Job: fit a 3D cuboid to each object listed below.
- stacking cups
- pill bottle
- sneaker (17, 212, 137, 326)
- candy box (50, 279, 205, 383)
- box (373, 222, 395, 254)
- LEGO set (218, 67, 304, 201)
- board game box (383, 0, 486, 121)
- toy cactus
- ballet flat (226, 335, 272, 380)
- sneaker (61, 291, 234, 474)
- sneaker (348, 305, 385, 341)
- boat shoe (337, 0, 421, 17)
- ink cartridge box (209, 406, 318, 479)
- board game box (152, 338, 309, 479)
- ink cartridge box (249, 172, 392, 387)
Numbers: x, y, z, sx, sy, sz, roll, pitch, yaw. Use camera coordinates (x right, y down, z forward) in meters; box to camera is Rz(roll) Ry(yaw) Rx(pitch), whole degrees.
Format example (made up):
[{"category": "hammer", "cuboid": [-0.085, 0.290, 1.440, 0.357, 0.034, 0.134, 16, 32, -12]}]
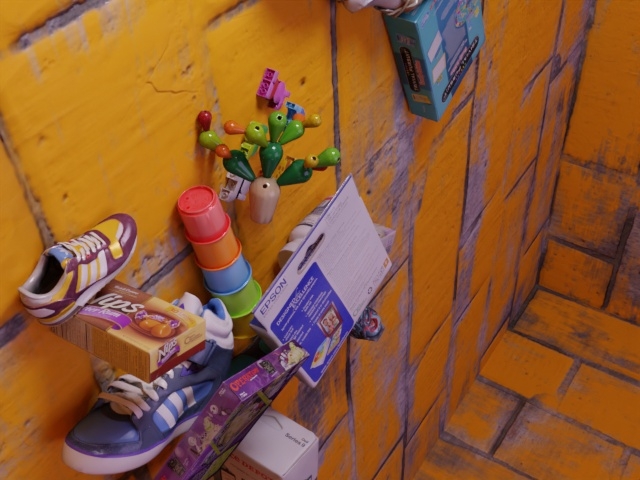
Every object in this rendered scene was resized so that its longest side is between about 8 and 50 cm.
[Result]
[{"category": "stacking cups", "cuboid": [-0.155, 0.037, 1.294, 0.096, 0.096, 0.316, -50, 149, -31]}, {"category": "pill bottle", "cuboid": [0.000, 0.000, 1.543, 0.180, 0.108, 0.108, -45, 147, -37]}, {"category": "sneaker", "cuboid": [-0.310, 0.024, 1.015, 0.185, 0.069, 0.084, -55, 157, -25]}, {"category": "candy box", "cuboid": [-0.259, 0.115, 1.050, 0.109, 0.186, 0.053, -29, 133, -51]}, {"category": "box", "cuboid": [0.075, 0.029, 1.733, 0.324, 0.063, 0.067, -27, 132, -59]}, {"category": "LEGO set", "cuboid": [-0.074, -0.156, 1.300, 0.093, 0.087, 0.227, 14, 99, -64]}, {"category": "board game box", "cuboid": [0.256, -0.460, 1.692, 0.254, 0.079, 0.336, -59, 153, -16]}, {"category": "toy cactus", "cuboid": [-0.085, -0.118, 1.207, 0.112, 0.218, 0.181, -110, -153, -61]}, {"category": "ballet flat", "cuboid": [-0.116, 0.257, 1.539, 0.316, 0.107, 0.106, -44, 153, -37]}, {"category": "sneaker", "cuboid": [-0.255, 0.194, 1.203, 0.322, 0.130, 0.236, -14, 118, -57]}, {"category": "sneaker", "cuboid": [0.087, 0.167, 1.819, 0.104, 0.125, 0.262, -63, 154, -10]}, {"category": "boat shoe", "cuboid": [0.142, -0.461, 1.405, 0.302, 0.113, 0.103, -43, 110, -40]}, {"category": "ink cartridge box", "cuboid": [-0.122, 0.478, 1.579, 0.121, 0.211, 0.289, -39, 141, -42]}, {"category": "board game box", "cuboid": [-0.168, 0.322, 1.306, 0.347, 0.056, 0.208, -54, 169, 27]}, {"category": "ink cartridge box", "cuboid": [-0.002, 0.073, 1.421, 0.304, 0.072, 0.307, -55, 143, -19]}]
